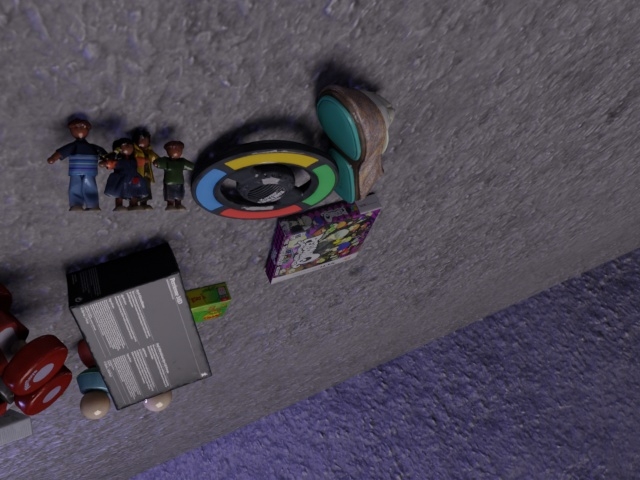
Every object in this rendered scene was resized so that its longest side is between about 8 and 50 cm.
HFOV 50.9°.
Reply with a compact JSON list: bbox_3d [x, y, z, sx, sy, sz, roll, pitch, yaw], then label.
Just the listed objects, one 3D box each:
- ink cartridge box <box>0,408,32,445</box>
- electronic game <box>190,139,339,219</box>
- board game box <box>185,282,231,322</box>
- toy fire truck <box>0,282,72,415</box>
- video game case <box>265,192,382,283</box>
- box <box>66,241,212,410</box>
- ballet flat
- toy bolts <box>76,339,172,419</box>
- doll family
[{"bbox_3d":[-0.742,0.394,1.368,0.223,0.045,0.224,-1,-173,44],"label":"ink cartridge box"},{"bbox_3d":[-0.084,-0.087,1.035,0.229,0.048,0.229,-8,158,-3],"label":"electronic game"},{"bbox_3d":[-0.288,0.146,1.426,0.181,0.043,0.092,-11,156,-27],"label":"board game box"},{"bbox_3d":[-0.547,0.226,1.053,0.254,0.169,0.302,-44,169,-31],"label":"toy fire truck"},{"bbox_3d":[0.000,0.000,1.383,0.210,0.042,0.232,-17,157,-20],"label":"video game case"},{"bbox_3d":[-0.316,0.156,1.198,0.184,0.103,0.261,-17,128,-11],"label":"box"},{"bbox_3d":[0.059,-0.163,1.019,0.106,0.107,0.316,-41,166,-11],"label":"ballet flat"},{"bbox_3d":[-0.418,0.266,1.360,0.228,0.158,0.218,-20,146,26],"label":"toy bolts"},{"bbox_3d":[-0.244,-0.093,0.843,0.076,0.111,0.193,3,-175,28],"label":"doll family"}]
